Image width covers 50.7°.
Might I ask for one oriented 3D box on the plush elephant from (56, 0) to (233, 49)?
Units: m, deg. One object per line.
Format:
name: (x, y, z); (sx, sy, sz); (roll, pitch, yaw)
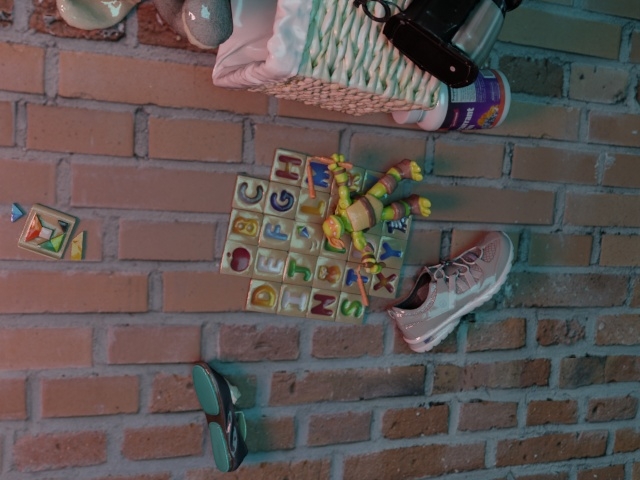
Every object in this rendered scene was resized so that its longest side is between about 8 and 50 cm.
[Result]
plush elephant: (-0.261, -0.405, 0.914); (0.255, 0.330, 0.272); (-9, 115, -2)

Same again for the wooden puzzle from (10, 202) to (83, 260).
wooden puzzle: (-0.423, -0.013, 1.047); (0.116, 0.014, 0.079); (14, 93, -21)

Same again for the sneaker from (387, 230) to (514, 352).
sneaker: (0.245, 0.077, 1.256); (0.281, 0.105, 0.115); (-46, 110, -8)

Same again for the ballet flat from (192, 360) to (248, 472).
ballet flat: (-0.167, 0.295, 1.165); (0.074, 0.074, 0.203); (-15, 97, -17)

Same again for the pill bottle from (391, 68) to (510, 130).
pill bottle: (0.227, -0.249, 1.198); (0.193, 0.108, 0.108); (-5, 100, -19)

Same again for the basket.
basket: (0.024, -0.360, 0.992); (0.266, 0.328, 0.332); (12, 94, -23)

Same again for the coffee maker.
coffee maker: (0.168, -0.308, 0.827); (0.171, 0.120, 0.178); (37, 82, -26)

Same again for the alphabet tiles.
alphabet tiles: (0.000, 0.000, 1.205); (0.342, 0.011, 0.285); (10, 95, -21)

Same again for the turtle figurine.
turtle figurine: (0.087, -0.041, 1.179); (0.217, 0.087, 0.270); (-25, 97, -23)
